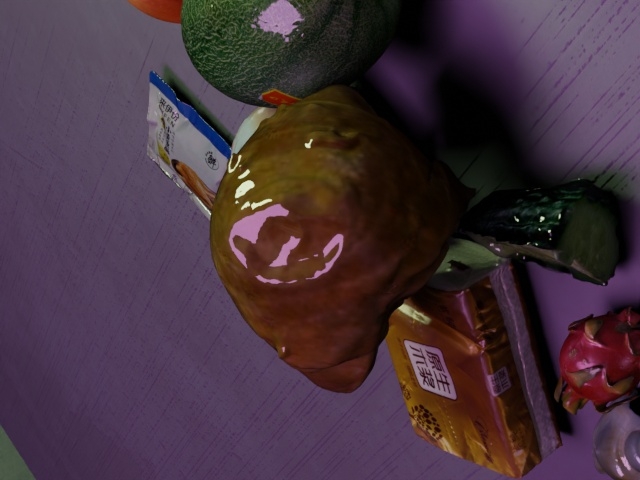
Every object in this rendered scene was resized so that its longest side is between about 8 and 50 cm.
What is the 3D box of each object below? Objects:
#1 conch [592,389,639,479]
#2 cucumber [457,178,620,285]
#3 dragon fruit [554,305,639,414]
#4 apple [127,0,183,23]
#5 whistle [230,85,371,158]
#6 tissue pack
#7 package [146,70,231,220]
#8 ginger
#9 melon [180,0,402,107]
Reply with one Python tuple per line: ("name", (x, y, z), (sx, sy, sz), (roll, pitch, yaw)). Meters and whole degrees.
("conch", (0.292, 0.191, 1.545), (0.088, 0.065, 0.180), (58, 161, 0))
("cucumber", (0.205, -0.012, 1.485), (0.193, 0.115, 0.086), (-1, 72, 64))
("dragon fruit", (0.256, 0.112, 1.510), (0.116, 0.081, 0.086), (-46, 54, 49))
("apple", (-0.145, -0.305, 1.707), (0.139, 0.163, 0.163), (38, 147, 16))
("whistle", (-0.034, -0.069, 1.752), (0.189, 0.189, 0.348), (66, 163, -11))
("tissue pack", (0.146, 0.111, 1.689), (0.183, 0.092, 0.226), (14, 129, 53))
("package", (-0.163, -0.108, 2.064), (0.171, 0.027, 0.173), (46, 153, 25))
("ginger", (-0.001, 0.003, 1.514), (0.223, 0.200, 0.269), (31, 131, -6))
("melon", (-0.035, -0.217, 1.578), (0.288, 0.182, 0.182), (-7, 110, 58))
